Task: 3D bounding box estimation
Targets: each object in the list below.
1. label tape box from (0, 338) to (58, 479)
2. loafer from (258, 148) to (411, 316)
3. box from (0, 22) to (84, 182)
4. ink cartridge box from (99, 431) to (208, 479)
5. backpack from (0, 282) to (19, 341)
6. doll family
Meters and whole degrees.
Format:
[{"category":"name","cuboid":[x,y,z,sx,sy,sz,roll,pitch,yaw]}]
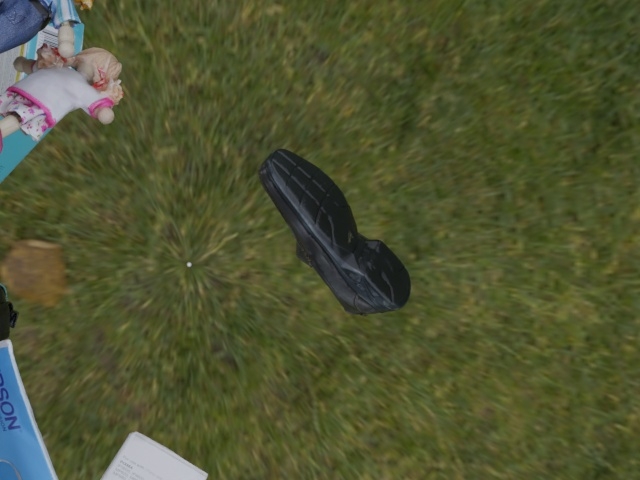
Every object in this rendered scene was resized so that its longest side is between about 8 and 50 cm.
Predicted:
[{"category":"label tape box","cuboid":[-0.272,0.184,1.218,0.347,0.115,0.249,-11,104,36]},{"category":"loafer","cuboid":[0.000,0.000,1.367,0.061,0.062,0.170,-26,110,38]},{"category":"box","cuboid":[-0.324,-0.133,1.708,0.060,0.244,0.101,18,58,-27]},{"category":"ink cartridge box","cuboid":[-0.207,0.313,1.593,0.092,0.158,0.218,28,55,1]},{"category":"backpack","cuboid":[-0.410,0.122,1.740,0.144,0.188,0.166,0,91,11]},{"category":"doll family","cuboid":[-0.259,-0.181,1.308,0.263,0.118,0.163,30,50,33]}]
